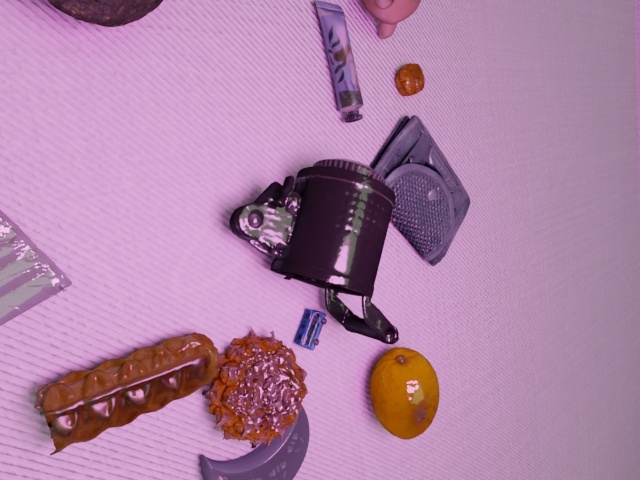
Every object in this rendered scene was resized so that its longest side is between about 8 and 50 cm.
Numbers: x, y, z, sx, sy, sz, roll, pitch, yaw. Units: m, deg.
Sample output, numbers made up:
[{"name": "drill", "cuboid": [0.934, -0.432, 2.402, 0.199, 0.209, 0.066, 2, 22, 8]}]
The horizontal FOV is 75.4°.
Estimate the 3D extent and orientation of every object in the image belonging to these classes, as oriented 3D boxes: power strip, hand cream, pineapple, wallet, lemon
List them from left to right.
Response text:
[{"name": "power strip", "cuboid": [-0.124, 0.433, 0.812, 0.253, 0.054, 0.168, -28, 107, -34]}, {"name": "pineapple", "cuboid": [-0.108, 0.276, 0.772, 0.224, 0.076, 0.225, 11, 68, -28]}, {"name": "hand cream", "cuboid": [0.043, -0.388, 0.904, 0.088, 0.055, 0.256, -18, 96, -39]}, {"name": "lemon", "cuboid": [0.198, 0.360, 0.981, 0.169, 0.170, 0.208, -13, 106, -36]}, {"name": "wallet", "cuboid": [0.268, -0.119, 1.068, 0.342, 0.075, 0.237, 46, 69, -30]}]

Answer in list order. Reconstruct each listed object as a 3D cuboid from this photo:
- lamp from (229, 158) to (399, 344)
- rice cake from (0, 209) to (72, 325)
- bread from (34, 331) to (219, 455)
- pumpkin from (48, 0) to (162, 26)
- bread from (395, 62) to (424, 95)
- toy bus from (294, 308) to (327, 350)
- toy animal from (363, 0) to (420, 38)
[{"name": "lamp", "cuboid": [0.038, -0.015, 0.812, 0.374, 0.205, 0.272, 39, 73, -20]}, {"name": "rice cake", "cuboid": [-0.478, 0.050, 0.538, 0.198, 0.037, 0.189, -44, 117, -27]}, {"name": "bread", "cuboid": [-0.289, 0.226, 0.658, 0.269, 0.098, 0.087, -15, 143, -36]}, {"name": "pumpkin", "cuboid": [-0.309, -0.449, 0.497, 0.327, 0.257, 0.292, 35, 59, -38]}, {"name": "bread", "cuboid": [0.223, -0.401, 1.034, 0.083, 0.046, 0.081, -3, 92, -35]}, {"name": "toy bus", "cuboid": [-0.022, 0.188, 0.885, 0.046, 0.038, 0.083, 29, 75, -31]}, {"name": "toy animal", "cuboid": [0.152, -0.601, 0.904, 0.166, 0.153, 0.251, 3, 84, -59]}]
